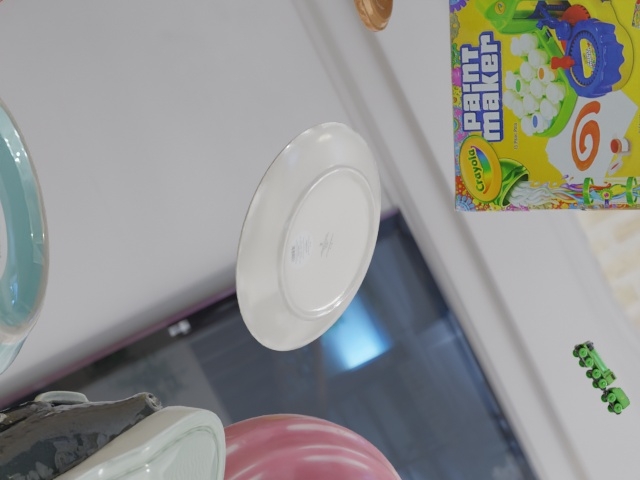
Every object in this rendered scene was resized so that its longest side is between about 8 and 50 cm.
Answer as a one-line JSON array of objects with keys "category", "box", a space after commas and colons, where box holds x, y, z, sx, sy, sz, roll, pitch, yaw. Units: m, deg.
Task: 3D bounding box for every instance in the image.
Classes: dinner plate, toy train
[{"category": "dinner plate", "box": [0.000, 0.000, 0.741, 0.017, 0.141, 0.141, 17, -151, 34]}, {"category": "toy train", "box": [0.280, 0.135, 1.240, 0.023, 0.083, 0.017, -34, -175, -21]}]

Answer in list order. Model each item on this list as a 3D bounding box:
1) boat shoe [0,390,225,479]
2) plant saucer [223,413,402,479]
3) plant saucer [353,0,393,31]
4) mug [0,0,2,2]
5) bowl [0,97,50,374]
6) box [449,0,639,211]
[{"category": "boat shoe", "box": [-0.145, 0.134, 0.524, 0.091, 0.114, 0.302, 7, -175, 22]}, {"category": "plant saucer", "box": [-0.029, 0.307, 0.983, 0.332, 0.332, 0.084, -27, -157, -33]}, {"category": "plant saucer", "box": [0.045, -0.219, 1.059, 0.013, 0.083, 0.083, -5, -171, 22]}, {"category": "mug", "box": [-0.192, -0.176, 0.481, 0.169, 0.113, 0.150, 9, 127, -49]}, {"category": "bowl", "box": [-0.288, -0.009, 0.821, 0.163, 0.312, 0.311, -11, -177, 8]}, {"category": "box", "box": [0.263, -0.178, 1.098, 0.279, 0.290, 0.177, 0, -172, 17]}]
